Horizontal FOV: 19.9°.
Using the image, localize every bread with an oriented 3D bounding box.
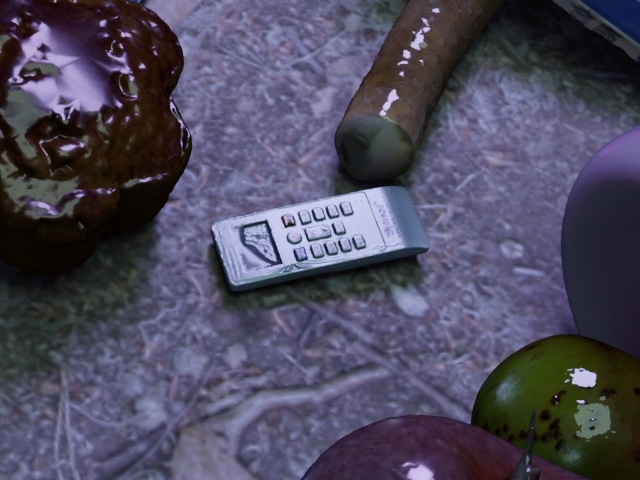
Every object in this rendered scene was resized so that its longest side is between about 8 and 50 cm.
[{"bbox_3d":[-0.205,-0.094,1.337,0.232,0.135,0.246,-24,65,-26],"label":"bread"}]

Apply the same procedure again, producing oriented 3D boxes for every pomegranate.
[{"bbox_3d":[0.162,0.157,1.263,0.205,0.159,0.159,-32,67,-1],"label":"pomegranate"}]

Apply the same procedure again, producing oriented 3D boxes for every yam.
[{"bbox_3d":[0.110,-0.188,1.508,0.081,0.081,0.356,27,55,5],"label":"yam"}]

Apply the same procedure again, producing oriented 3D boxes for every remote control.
[{"bbox_3d":[0.000,0.000,1.389,0.162,0.029,0.061,-11,58,-14],"label":"remote control"}]

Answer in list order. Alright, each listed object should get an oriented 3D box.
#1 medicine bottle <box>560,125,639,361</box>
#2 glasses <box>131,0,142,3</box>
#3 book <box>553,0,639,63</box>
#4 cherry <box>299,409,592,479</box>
[{"bbox_3d":[0.369,-0.001,1.337,0.325,0.256,0.256,-22,64,-23],"label":"medicine bottle"},{"bbox_3d":[-0.202,-0.289,1.464,0.102,0.207,0.239,-4,47,28],"label":"glasses"},{"bbox_3d":[0.282,-0.316,1.527,0.428,0.039,0.300,36,77,-9],"label":"book"},{"bbox_3d":[0.085,0.246,1.114,0.261,0.221,0.307,23,96,8],"label":"cherry"}]
